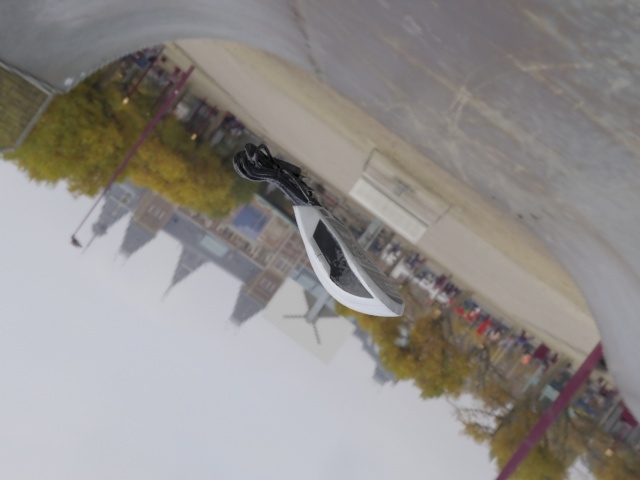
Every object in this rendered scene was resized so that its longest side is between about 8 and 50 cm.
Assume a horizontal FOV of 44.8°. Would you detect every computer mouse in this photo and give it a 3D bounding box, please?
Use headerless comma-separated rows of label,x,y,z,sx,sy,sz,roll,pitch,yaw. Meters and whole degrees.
computer mouse,0.000,0.000,0.673,0.193,0.042,0.106,53,-168,26
